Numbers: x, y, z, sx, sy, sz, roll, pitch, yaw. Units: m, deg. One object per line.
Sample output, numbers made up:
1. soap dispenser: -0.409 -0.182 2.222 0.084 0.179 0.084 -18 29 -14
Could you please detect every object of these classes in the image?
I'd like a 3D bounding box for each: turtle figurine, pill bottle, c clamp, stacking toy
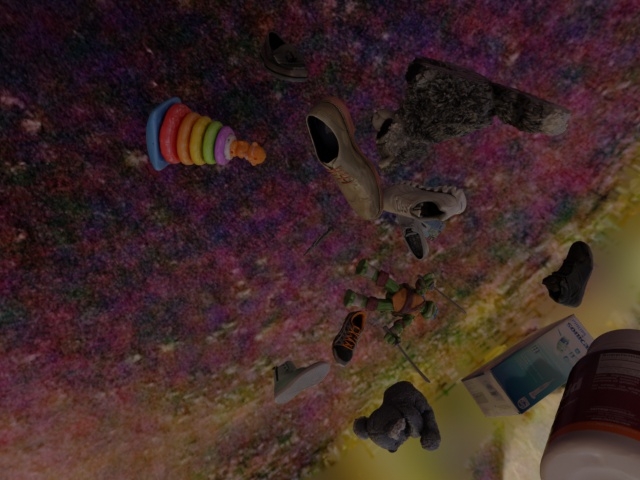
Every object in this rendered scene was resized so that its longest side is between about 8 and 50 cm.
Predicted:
1. turtle figurine: 0.210 0.166 1.108 0.275 0.266 0.198 -79 -167 -54
2. pill bottle: 0.573 0.340 0.797 0.392 0.224 0.224 -28 151 -46
3. c clamp: 0.000 0.000 1.394 0.137 0.022 0.160 -48 177 35
4. stacking toy: -0.290 -0.262 1.146 0.166 0.301 0.175 -71 173 -55

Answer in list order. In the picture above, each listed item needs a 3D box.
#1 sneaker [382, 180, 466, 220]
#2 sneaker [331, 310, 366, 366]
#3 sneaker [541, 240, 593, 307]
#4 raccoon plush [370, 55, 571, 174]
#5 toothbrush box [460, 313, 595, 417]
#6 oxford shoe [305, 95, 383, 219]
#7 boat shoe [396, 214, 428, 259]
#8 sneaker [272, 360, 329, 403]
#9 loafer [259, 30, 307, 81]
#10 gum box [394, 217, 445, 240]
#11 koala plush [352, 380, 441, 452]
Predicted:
1. sneaker: 0.287 -0.115 1.310 0.118 0.292 0.110 -38 122 -37
2. sneaker: 0.102 0.331 1.479 0.083 0.084 0.215 -46 -161 54
3. sneaker: 0.829 0.108 1.432 0.130 0.087 0.228 12 95 -22
4. raccoon plush: 0.327 -0.259 1.077 0.216 0.446 0.299 -18 136 -41
5. toothbrush box: 0.566 0.345 1.159 0.295 0.126 0.216 -26 159 -13
6. oxford shoe: 0.062 -0.216 1.269 0.140 0.397 0.146 -16 -159 39
7. boat shoe: 0.340 -0.034 1.578 0.079 0.228 0.081 -22 -173 24
8. sneaker: -0.087 0.505 1.665 0.255 0.151 0.094 -36 127 11
9. loafer: -0.105 -0.489 1.126 0.096 0.267 0.084 -6 125 -24
10. gum box: 0.404 -0.075 1.753 0.041 0.184 0.157 -59 171 -12
11. koala plush: 0.215 0.541 1.273 0.221 0.204 0.196 1 167 -45
